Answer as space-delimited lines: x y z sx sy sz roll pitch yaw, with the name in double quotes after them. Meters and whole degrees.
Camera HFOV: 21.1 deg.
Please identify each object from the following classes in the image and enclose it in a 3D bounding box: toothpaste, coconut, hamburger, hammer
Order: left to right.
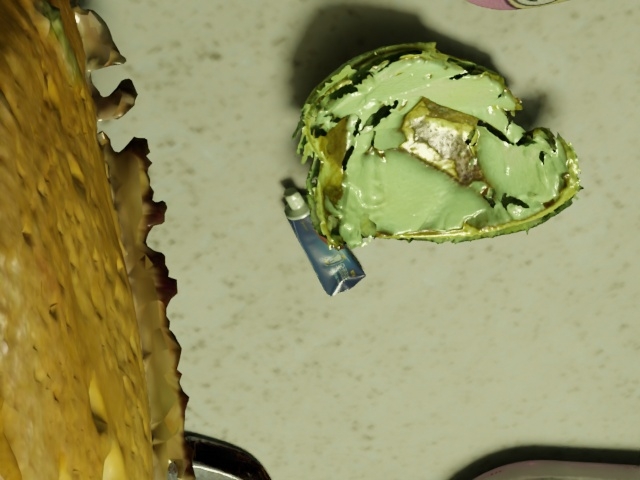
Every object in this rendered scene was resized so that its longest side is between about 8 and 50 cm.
-0.214 0.057 0.728 0.268 0.445 0.287 -12 162 9 "hamburger"
-0.116 0.244 1.169 0.137 0.037 0.290 15 125 -16 "hammer"
0.000 0.000 0.995 0.027 0.019 0.083 -37 129 -8 "toothpaste"
0.051 -0.049 0.937 0.133 0.055 0.158 -36 123 23 "coconut"

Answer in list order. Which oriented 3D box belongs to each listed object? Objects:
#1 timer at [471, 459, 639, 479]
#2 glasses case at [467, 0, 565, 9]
0.177 0.230 1.176 0.208 0.069 0.191 2 132 -11 "timer"
0.196 -0.201 0.817 0.316 0.076 0.123 -18 129 8 "glasses case"
